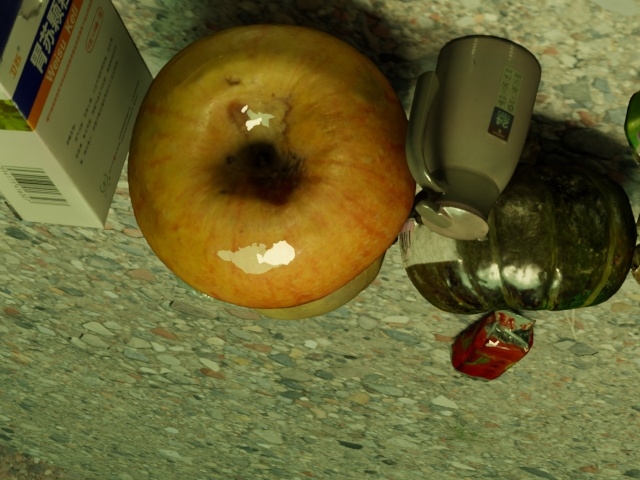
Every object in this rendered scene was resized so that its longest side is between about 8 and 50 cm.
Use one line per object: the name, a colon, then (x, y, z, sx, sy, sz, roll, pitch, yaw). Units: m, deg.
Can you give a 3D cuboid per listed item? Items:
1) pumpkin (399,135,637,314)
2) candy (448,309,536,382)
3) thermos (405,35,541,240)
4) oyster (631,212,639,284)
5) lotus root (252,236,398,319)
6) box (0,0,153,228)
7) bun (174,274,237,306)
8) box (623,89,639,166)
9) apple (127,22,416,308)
pumpkin: (0.218, -0.017, 1.426, 0.260, 0.189, 0.260, -3, -178, 0)
candy: (0.247, 0.154, 1.905, 0.086, 0.059, 0.292, 15, 156, -7)
thermos: (0.136, -0.099, 1.274, 0.105, 0.193, 0.137, -9, 146, 44)
oyster: (0.434, -0.003, 1.370, 0.361, 0.096, 0.221, 8, 127, 53)
lotus root: (0.000, 0.000, 1.569, 0.182, 0.183, 0.310, 27, 156, -25)
box: (-0.287, -0.169, 1.356, 0.106, 0.200, 0.299, 7, 154, 15)
bun: (-0.148, 0.045, 1.870, 0.140, 0.083, 0.141, 14, 154, 7)
box: (0.420, -0.143, 1.137, 0.134, 0.097, 0.345, 23, 154, -19)
apple: (-0.047, -0.070, 1.341, 0.298, 0.299, 0.275, 8, 169, 14)
